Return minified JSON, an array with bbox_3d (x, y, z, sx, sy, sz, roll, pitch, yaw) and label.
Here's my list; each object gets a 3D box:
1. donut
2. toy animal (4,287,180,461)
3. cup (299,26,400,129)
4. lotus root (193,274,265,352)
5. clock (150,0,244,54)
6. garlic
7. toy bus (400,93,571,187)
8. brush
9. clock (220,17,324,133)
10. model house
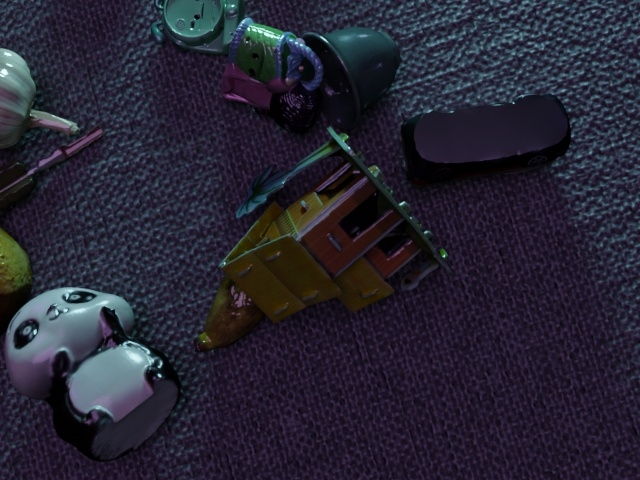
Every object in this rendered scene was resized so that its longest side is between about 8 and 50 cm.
[{"bbox_3d":[-0.639,0.102,1.597,0.151,0.112,0.295,9,97,-10],"label":"donut"},{"bbox_3d":[-0.428,0.228,1.520,0.251,0.251,0.310,-45,68,-2],"label":"toy animal"},{"bbox_3d":[0.071,-0.330,1.590,0.150,0.199,0.199,-31,80,-18],"label":"cup"},{"bbox_3d":[-0.167,0.137,1.577,0.108,0.094,0.190,39,96,35],"label":"lotus root"},{"bbox_3d":[-0.249,-0.450,1.679,0.188,0.060,0.148,1,82,6],"label":"clock"},{"bbox_3d":[-0.583,-0.260,1.645,0.226,0.199,0.199,17,83,-18],"label":"garlic"},{"bbox_3d":[0.298,-0.182,1.548,0.303,0.147,0.127,-10,81,2],"label":"toy bus"},{"bbox_3d":[-0.564,-0.144,1.669,0.301,0.071,0.084,-34,97,-9],"label":"brush"},{"bbox_3d":[-0.082,-0.305,1.585,0.195,0.194,0.100,29,48,5],"label":"clock"},{"bbox_3d":[0.000,0.000,1.536,0.323,0.340,0.300,-40,111,4],"label":"model house"}]
